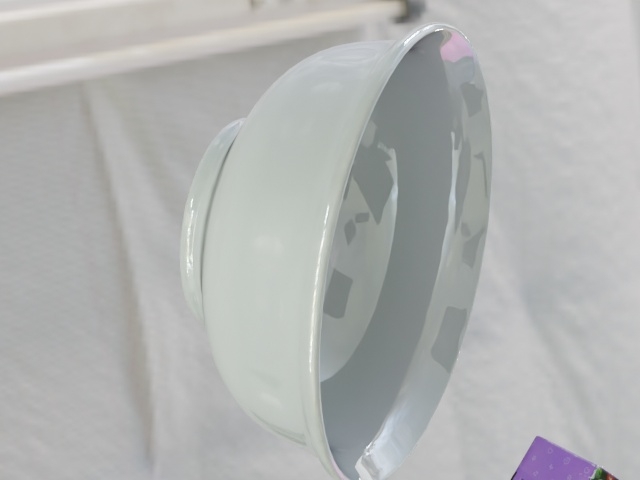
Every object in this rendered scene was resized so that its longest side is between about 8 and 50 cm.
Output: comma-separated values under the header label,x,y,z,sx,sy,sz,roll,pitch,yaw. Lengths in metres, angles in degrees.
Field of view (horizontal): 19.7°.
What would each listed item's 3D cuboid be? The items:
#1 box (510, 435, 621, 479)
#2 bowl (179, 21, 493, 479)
label,x,y,z,sx,sy,sz,roll,pitch,yaw
box,0.174,0.259,1.008,0.293,0.057,0.201,35,-96,-33
bowl,0.000,0.000,1.182,0.298,0.134,0.298,11,-90,-69
